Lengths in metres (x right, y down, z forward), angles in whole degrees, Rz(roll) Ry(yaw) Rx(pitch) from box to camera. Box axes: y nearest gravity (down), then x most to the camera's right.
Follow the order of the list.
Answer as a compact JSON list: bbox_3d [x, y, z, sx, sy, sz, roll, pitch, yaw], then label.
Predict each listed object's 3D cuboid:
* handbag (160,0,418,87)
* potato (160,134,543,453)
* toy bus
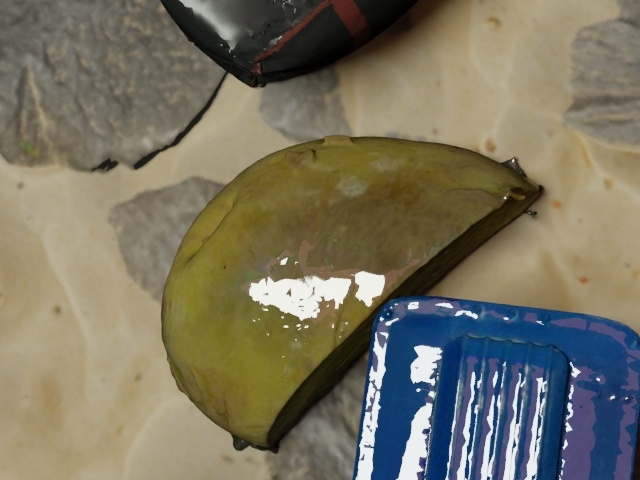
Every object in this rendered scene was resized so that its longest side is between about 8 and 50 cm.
[{"bbox_3d":[-0.003,-0.189,0.947,0.215,0.169,0.155,-44,91,-3],"label":"handbag"},{"bbox_3d":[0.000,0.000,0.949,0.243,0.098,0.138,-43,75,-2],"label":"potato"},{"bbox_3d":[0.085,0.186,0.860,0.138,0.175,0.287,7,80,8],"label":"toy bus"}]
